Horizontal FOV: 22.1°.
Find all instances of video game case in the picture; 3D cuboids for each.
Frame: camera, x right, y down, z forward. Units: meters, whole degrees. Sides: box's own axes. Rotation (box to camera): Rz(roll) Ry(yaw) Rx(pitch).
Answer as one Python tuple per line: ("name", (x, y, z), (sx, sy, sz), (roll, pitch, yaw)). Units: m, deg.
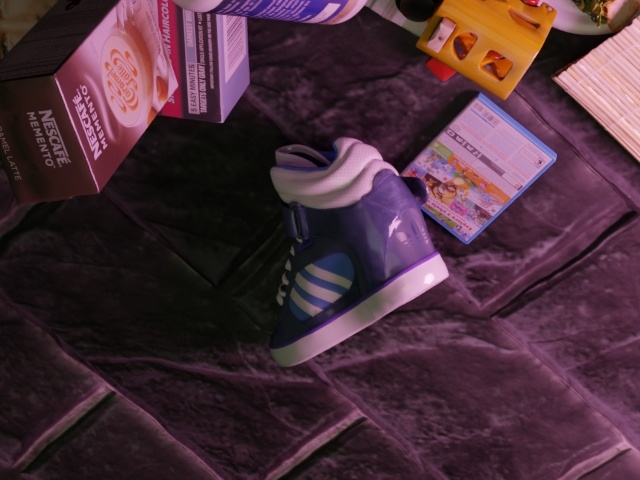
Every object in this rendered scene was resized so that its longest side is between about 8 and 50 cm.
("video game case", (0.179, -0.082, 1.923), (0.119, 0.015, 0.166), (38, 125, -9))

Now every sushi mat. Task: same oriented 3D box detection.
("sushi mat", (0.415, -0.117, 1.802), (0.316, 0.019, 0.151), (41, 124, -17))

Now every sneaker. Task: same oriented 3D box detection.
("sneaker", (0.000, 0.000, 1.989), (0.323, 0.130, 0.236), (-33, 86, 49))

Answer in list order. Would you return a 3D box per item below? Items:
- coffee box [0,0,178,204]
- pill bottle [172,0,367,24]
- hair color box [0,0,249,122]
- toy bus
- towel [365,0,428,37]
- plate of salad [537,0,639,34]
("coffee box", (-0.250, -0.161, 1.727), (0.098, 0.246, 0.141), (-6, 120, 21))
("pill bottle", (-0.080, -0.307, 1.695), (0.265, 0.153, 0.153), (-1, 137, -37))
("hair color box", (-0.277, -0.260, 1.893), (0.375, 0.113, 0.185), (8, 124, 13))
("toy bus", (0.146, -0.238, 1.743), (0.202, 0.104, 0.191), (-5, 125, 29))
("towel", (0.078, -0.303, 1.811), (0.152, 0.023, 0.113), (31, 128, -6))
("plate of salad", (0.281, -0.303, 1.726), (0.200, 0.048, 0.199), (9, 125, 13))
